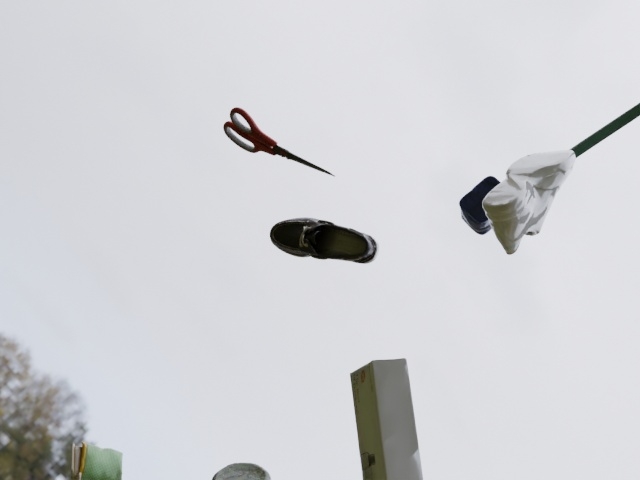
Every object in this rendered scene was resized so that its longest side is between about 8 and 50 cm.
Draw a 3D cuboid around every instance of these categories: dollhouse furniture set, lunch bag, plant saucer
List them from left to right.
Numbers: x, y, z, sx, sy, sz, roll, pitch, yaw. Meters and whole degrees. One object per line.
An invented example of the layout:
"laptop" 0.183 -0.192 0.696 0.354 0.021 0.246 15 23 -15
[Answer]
"dollhouse furniture set" -0.299 0.324 1.310 0.076 0.152 0.059 15 -55 -23
"lunch bag" 0.299 -0.063 1.725 0.067 0.098 0.065 49 -8 24
"plant saucer" 0.432 -0.162 1.487 0.192 0.067 0.018 -36 -92 38

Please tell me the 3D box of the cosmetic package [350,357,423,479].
"cosmetic package" 0.095 0.295 1.366 0.099 0.060 0.239 136 -49 -62

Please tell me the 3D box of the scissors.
"scissors" -0.094 -0.195 2.133 0.297 0.021 0.109 34 -37 12

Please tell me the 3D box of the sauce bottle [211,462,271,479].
"sauce bottle" -0.129 0.562 1.698 0.111 0.111 0.345 18 -60 43

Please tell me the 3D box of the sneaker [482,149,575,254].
"sneaker" 0.297 -0.056 1.357 0.080 0.212 0.094 2 -60 43

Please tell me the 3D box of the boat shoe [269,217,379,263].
"boat shoe" 0.000 0.000 1.040 0.125 0.046 0.038 14 -3 18
